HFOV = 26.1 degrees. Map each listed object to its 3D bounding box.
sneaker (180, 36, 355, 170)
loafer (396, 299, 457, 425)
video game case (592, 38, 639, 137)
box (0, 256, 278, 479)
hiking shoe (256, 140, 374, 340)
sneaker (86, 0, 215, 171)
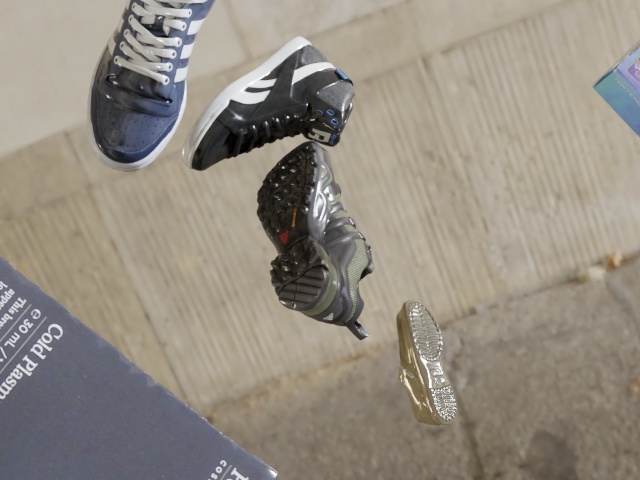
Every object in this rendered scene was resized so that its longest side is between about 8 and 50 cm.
[{"bbox_3d":[-0.042,-0.129,1.507,0.121,0.079,0.217,37,61,14],"label":"sneaker"},{"bbox_3d":[0.109,0.140,1.547,0.056,0.148,0.050,9,-28,-44],"label":"loafer"},{"bbox_3d":[0.424,-0.126,1.254,0.244,0.269,0.061,-43,-1,-17],"label":"video game case"},{"bbox_3d":[-0.263,0.204,0.904,0.343,0.312,0.179,-53,6,-27],"label":"box"},{"bbox_3d":[0.000,0.000,1.419,0.086,0.114,0.227,-28,44,26],"label":"hiking shoe"},{"bbox_3d":[-0.153,-0.212,1.341,0.153,0.099,0.282,134,157,-74],"label":"sneaker"}]
